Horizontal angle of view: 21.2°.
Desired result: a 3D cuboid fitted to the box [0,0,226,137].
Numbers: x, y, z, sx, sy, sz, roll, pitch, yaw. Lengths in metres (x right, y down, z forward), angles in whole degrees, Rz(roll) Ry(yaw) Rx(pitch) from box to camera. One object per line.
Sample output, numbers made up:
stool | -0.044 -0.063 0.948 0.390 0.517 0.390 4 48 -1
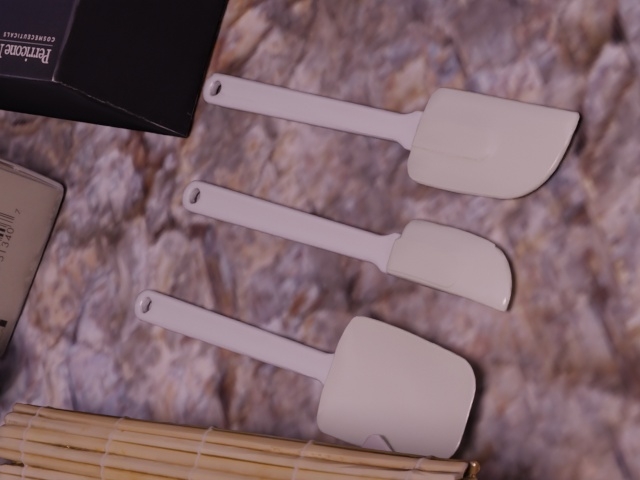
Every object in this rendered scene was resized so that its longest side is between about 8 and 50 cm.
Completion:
box | -0.166 -0.169 0.971 0.261 0.103 0.184 11 85 44

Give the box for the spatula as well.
spatula | 0.000 0.000 0.811 0.242 0.019 0.168 15 86 44

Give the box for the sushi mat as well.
sushi mat | -0.062 0.152 0.715 0.316 0.019 0.151 -1 78 49

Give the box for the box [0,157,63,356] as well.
box | -0.279 -0.026 1.024 0.275 0.094 0.113 18 87 44

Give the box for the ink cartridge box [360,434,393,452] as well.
ink cartridge box | -0.017 0.177 0.721 0.181 0.062 0.104 -58 46 18
